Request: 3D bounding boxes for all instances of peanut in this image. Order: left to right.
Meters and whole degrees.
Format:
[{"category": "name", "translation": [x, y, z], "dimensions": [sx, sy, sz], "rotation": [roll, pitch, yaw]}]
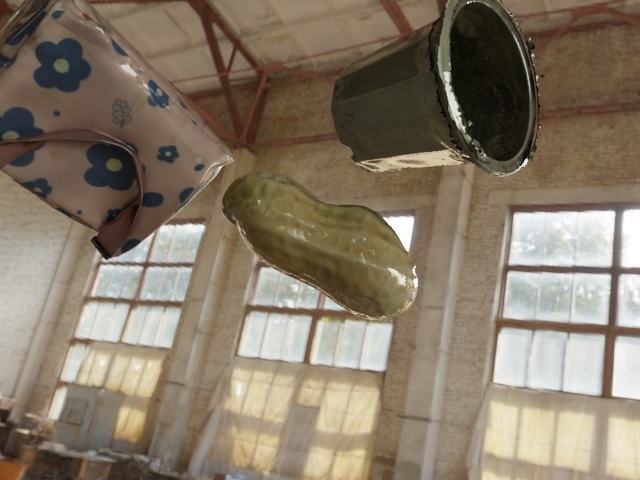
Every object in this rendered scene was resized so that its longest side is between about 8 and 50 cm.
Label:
[{"category": "peanut", "translation": [0.000, 0.000, 0.646], "dimensions": [0.215, 0.098, 0.090], "rotation": [27, 9, 5]}]

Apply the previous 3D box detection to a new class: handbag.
[{"category": "handbag", "translation": [-0.251, -0.124, 0.709], "dimensions": [0.251, 0.193, 0.190], "rotation": [45, -3, -43]}]

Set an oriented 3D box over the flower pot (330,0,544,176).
[{"category": "flower pot", "translation": [0.171, -0.224, 1.022], "dimensions": [0.259, 0.290, 0.290], "rotation": [-7, -26, 45]}]
